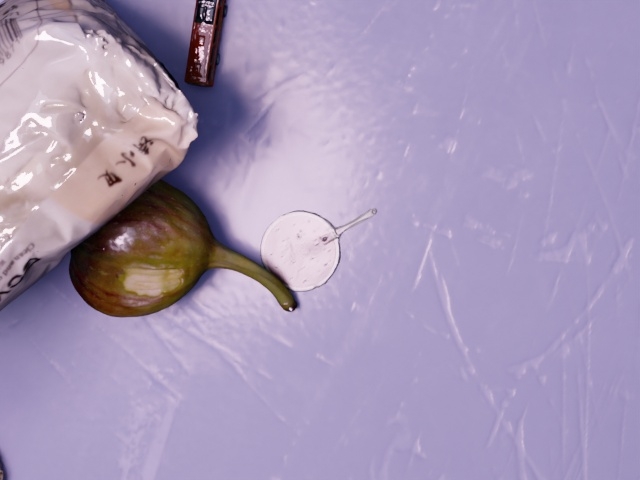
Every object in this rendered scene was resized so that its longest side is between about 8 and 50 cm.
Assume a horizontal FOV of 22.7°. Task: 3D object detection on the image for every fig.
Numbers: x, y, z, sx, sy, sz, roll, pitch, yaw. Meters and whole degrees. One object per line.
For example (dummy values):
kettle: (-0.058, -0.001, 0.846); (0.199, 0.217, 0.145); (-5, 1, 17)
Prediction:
fig: (-0.134, 0.021, 1.624); (0.245, 0.149, 0.149); (15, 95, -9)

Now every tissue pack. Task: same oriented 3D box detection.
tissue pack: (-0.310, -0.076, 1.521); (0.375, 0.390, 0.195); (-44, 115, 6)

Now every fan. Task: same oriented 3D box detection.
fan: (0.000, 0.000, 1.661); (0.133, 0.005, 0.085); (-28, 89, 8)

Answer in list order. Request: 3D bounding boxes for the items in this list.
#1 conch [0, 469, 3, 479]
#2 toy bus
conch: (-0.415, 0.216, 1.688); (0.155, 0.130, 0.207); (-23, 115, 44)
toy bus: (-0.118, -0.214, 1.642); (0.031, 0.043, 0.110); (9, 94, 6)
